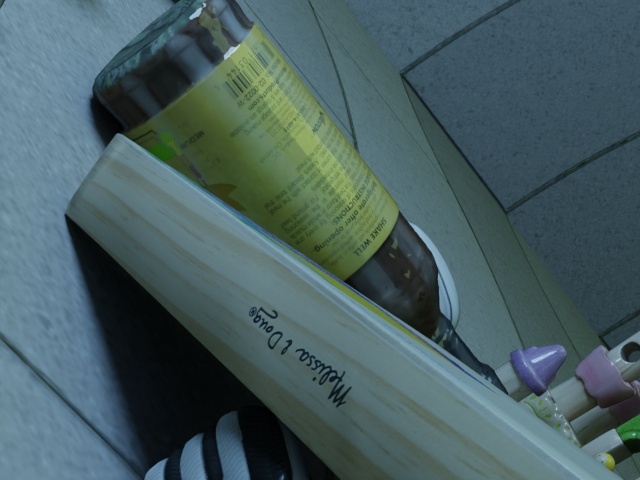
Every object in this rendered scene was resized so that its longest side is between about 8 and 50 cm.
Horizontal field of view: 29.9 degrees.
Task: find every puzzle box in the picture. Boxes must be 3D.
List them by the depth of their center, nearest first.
[{"bbox_3d":[0.072,0.095,0.521,0.272,0.052,0.409,34,0,-37],"label":"puzzle box"}]

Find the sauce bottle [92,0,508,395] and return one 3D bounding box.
[{"bbox_3d":[0.000,0.000,0.776,0.344,0.111,0.111,51,13,-16],"label":"sauce bottle"}]

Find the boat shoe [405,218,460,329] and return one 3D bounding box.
[{"bbox_3d":[-0.001,-0.010,0.877,0.258,0.095,0.084,44,17,-1],"label":"boat shoe"}]

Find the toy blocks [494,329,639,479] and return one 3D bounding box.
[{"bbox_3d":[0.361,0.202,1.231,0.309,0.260,0.288,40,20,-49],"label":"toy blocks"}]

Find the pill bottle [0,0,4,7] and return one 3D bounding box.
[{"bbox_3d":[-0.169,-0.127,0.391,0.153,0.153,0.264,49,14,-26],"label":"pill bottle"}]

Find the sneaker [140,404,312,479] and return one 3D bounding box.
[{"bbox_3d":[0.017,0.186,0.390,0.162,0.106,0.281,52,12,-28],"label":"sneaker"}]
